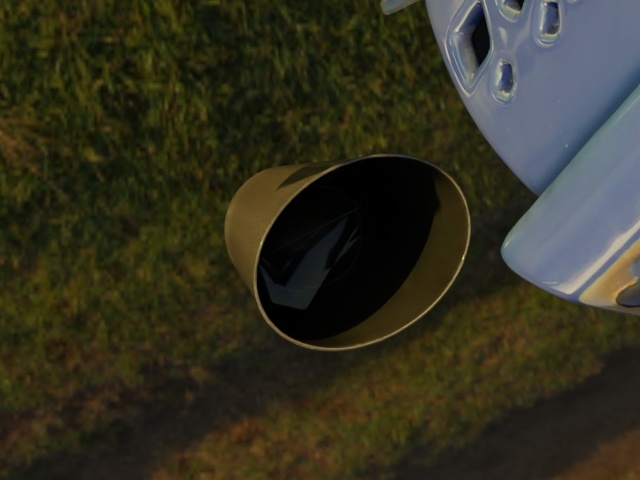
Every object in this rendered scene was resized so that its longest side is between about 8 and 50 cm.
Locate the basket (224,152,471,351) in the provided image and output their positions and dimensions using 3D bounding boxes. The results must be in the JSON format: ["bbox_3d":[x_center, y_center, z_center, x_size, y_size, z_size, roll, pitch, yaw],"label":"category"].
[{"bbox_3d":[0.000,0.000,1.238,0.204,0.227,0.154,-29,104,-15],"label":"basket"}]

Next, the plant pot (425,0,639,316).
[{"bbox_3d":[0.202,-0.089,0.593,0.236,0.212,0.236,11,143,-21],"label":"plant pot"}]

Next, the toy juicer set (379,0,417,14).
[{"bbox_3d":[0.124,-0.332,1.116,0.209,0.090,0.329,-11,149,5],"label":"toy juicer set"}]
